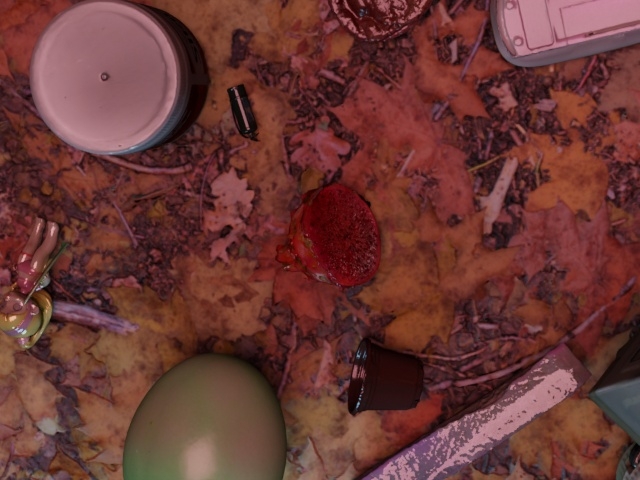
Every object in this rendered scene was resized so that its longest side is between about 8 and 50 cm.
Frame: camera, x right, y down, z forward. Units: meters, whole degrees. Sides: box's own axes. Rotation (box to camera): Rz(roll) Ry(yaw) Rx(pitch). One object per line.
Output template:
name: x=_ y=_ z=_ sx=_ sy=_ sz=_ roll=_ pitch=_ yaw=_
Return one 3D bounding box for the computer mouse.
computer mouse: x=0.347 y=-0.306 z=1.550 sx=0.245 sy=0.056 sz=0.126 roll=-14 pitch=95 yaw=8

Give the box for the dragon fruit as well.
dragon fruit: x=0.000 y=0.000 z=1.612 sx=0.111 sy=0.153 sz=0.153 roll=-15 pitch=96 yaw=41

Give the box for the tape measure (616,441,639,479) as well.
tape measure: x=0.538 y=0.347 z=1.579 sx=0.271 sy=0.133 sz=0.231 roll=-2 pitch=104 yaw=5

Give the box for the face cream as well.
face cream: x=-0.261 y=-0.216 z=1.563 sx=0.201 sy=0.187 sz=0.201 roll=1 pitch=97 yaw=6

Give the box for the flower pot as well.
flower pot: x=0.093 y=0.195 z=1.624 sx=0.089 sy=0.111 sz=0.111 roll=11 pitch=98 yaw=-7

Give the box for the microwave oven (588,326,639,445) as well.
microwave oven: x=0.548 y=0.116 z=1.409 sx=0.218 sy=0.286 sz=0.355 roll=44 pitch=67 yaw=-1

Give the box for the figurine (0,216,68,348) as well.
figurine: x=-0.410 y=0.062 z=1.684 sx=0.083 sy=0.083 sz=0.187 roll=14 pitch=86 yaw=5

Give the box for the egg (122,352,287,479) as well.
egg: x=-0.155 y=0.287 z=1.598 sx=0.220 sy=0.220 sz=0.269 roll=14 pitch=100 yaw=5

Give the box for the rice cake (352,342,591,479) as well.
rice cake: x=0.195 y=0.275 z=1.637 sx=0.399 sy=0.064 sz=0.070 roll=-35 pitch=83 yaw=9

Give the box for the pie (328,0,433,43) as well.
pie: x=0.082 y=-0.342 z=1.582 sx=0.153 sy=0.038 sz=0.153 roll=3 pitch=102 yaw=13

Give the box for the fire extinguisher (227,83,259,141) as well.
fire extinguisher: x=-0.108 y=-0.174 z=1.635 sx=0.038 sy=0.025 sz=0.083 roll=-14 pitch=97 yaw=46
